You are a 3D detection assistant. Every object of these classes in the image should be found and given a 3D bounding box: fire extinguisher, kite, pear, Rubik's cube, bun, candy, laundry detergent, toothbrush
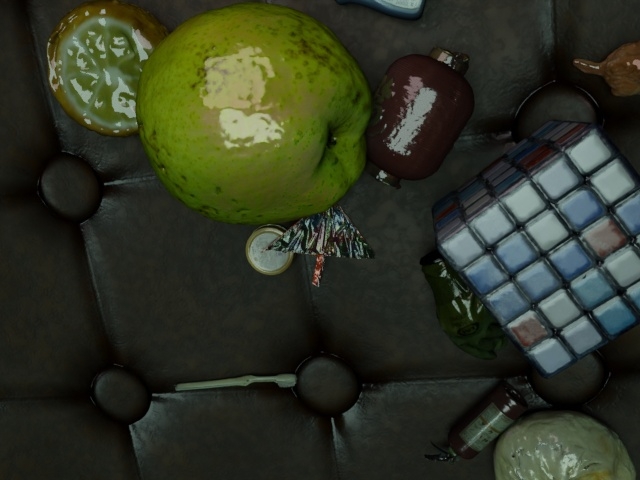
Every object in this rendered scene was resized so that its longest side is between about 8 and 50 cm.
[{"bbox_3d":[0.314,0.388,1.147,0.099,0.071,0.231,35,108,-20],"label":"fire extinguisher"},{"bbox_3d":[0.000,0.000,1.117,0.233,0.009,0.189,7,93,-5],"label":"kite"},{"bbox_3d":[-0.096,-0.201,0.911,0.392,0.391,0.390,2,105,9],"label":"pear"},{"bbox_3d":[0.383,-0.005,0.927,0.287,0.292,0.293,-38,93,16],"label":"Rubik's cube"},{"bbox_3d":[0.492,0.483,1.108,0.288,0.146,0.287,2,107,8],"label":"bun"},{"bbox_3d":[-0.395,-0.326,1.065,0.260,0.118,0.259,3,107,9],"label":"candy"},{"bbox_3d":[0.089,-0.457,0.978,0.207,0.061,0.096,16,108,5],"label":"laundry detergent"},{"bbox_3d":[-0.193,0.319,1.243,0.295,0.026,0.028,-4,119,10],"label":"toothbrush"}]

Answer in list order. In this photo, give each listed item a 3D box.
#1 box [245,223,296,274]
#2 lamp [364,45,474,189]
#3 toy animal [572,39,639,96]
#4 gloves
[{"bbox_3d":[-0.101,0.018,1.144,0.106,0.037,0.105,2,104,8],"label":"box"},{"bbox_3d":[0.163,-0.221,0.975,0.180,0.180,0.258,29,106,1],"label":"lamp"},{"bbox_3d":[0.522,-0.281,0.885,0.184,0.185,0.104,8,107,8],"label":"toy animal"},{"bbox_3d":[0.277,0.133,1.068,0.268,0.107,0.135,51,148,-19],"label":"gloves"}]
